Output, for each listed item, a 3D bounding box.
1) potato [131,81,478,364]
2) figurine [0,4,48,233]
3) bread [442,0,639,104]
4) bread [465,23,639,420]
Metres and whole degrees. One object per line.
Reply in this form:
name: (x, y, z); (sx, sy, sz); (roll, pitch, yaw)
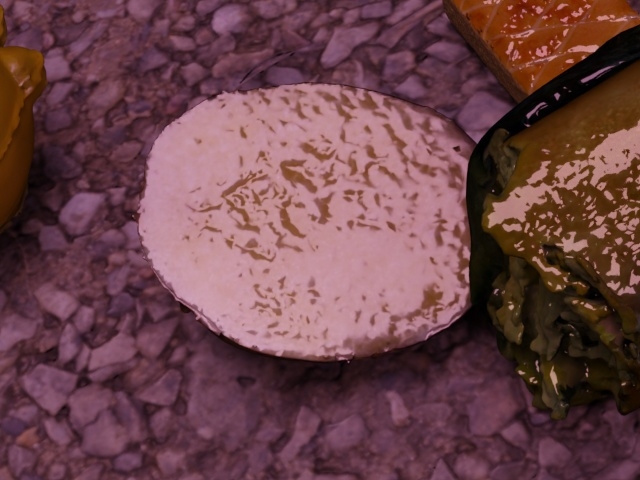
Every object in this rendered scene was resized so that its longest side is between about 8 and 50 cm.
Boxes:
potato: (0.000, 0.000, 1.607); (0.299, 0.116, 0.239); (2, 67, 3)
figurine: (-0.411, -0.088, 1.718); (0.340, 0.231, 0.323); (-3, 50, 21)
bread: (0.201, -0.185, 1.702); (0.125, 0.068, 0.188); (-29, 53, -5)
bread: (0.289, -0.046, 1.471); (0.376, 0.208, 0.251); (-30, 94, -8)
